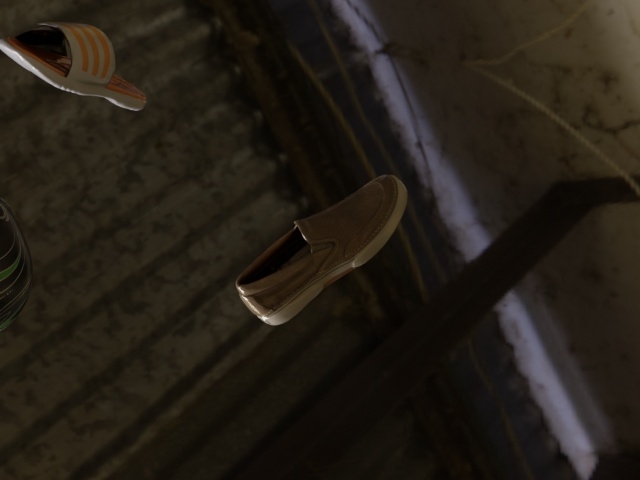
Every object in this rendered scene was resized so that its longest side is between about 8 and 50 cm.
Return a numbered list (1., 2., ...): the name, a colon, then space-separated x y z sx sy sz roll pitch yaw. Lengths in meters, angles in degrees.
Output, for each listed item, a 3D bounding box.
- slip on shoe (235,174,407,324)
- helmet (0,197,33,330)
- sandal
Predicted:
1. slip on shoe: 0.000 0.000 0.743 0.135 0.051 0.041 -40 -53 6
2. helmet: -0.399 0.037 1.185 0.169 0.169 0.162 13 -126 -36
3. sandal: -0.285 -0.223 1.318 0.076 0.102 0.265 -59 -19 9
